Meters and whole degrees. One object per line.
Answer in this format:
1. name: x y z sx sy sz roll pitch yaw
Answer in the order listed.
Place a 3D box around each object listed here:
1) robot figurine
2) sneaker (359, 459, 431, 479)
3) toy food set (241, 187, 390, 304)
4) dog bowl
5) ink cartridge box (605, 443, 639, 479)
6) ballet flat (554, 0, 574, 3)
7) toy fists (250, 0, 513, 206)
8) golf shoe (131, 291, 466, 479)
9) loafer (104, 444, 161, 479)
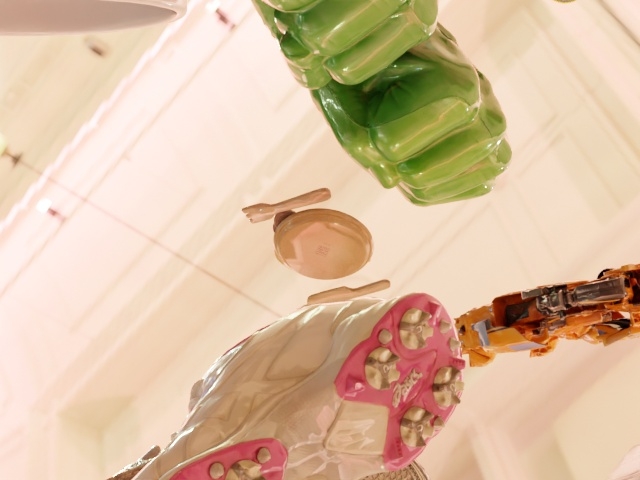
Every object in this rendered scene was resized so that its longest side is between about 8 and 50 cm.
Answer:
1. robot figurine: 0.301 0.084 1.400 0.291 0.211 0.085 -20 -102 55
2. sneaker: 0.033 0.313 0.882 0.146 0.134 0.343 105 -6 -69
3. toy food set: 0.000 0.000 1.494 0.132 0.192 0.038 -15 -137 21
4. dog bowl: -0.246 -0.237 1.026 0.265 0.265 0.104 4 -83 56
5. ink cartridge box: 0.332 0.295 1.158 0.092 0.158 0.218 -32 179 37
6. ballet flat: 0.251 -0.394 1.552 0.077 0.231 0.077 -49 -179 22
7. toy fists: 0.022 -0.118 0.688 0.096 0.279 0.142 -37 -132 1
8. golf shoe: -0.045 0.134 0.760 0.306 0.115 0.140 -34 -153 -33
9. loafer: -0.168 0.266 1.225 0.111 0.320 0.112 -118 -151 -43
